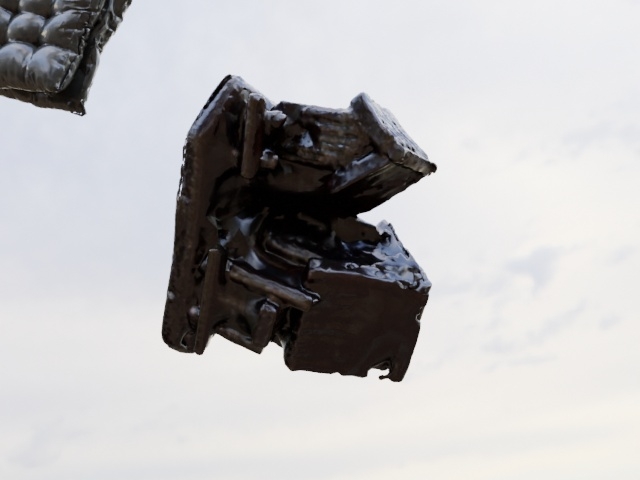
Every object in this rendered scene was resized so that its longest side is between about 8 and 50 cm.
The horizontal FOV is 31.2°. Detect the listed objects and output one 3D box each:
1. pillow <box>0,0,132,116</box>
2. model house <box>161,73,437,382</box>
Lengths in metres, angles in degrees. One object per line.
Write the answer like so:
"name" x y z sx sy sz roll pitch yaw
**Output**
"pillow" -0.420 -0.307 1.578 0.326 0.228 0.101 13 -16 27
"model house" -0.005 -0.003 0.784 0.164 0.203 0.141 22 28 32
